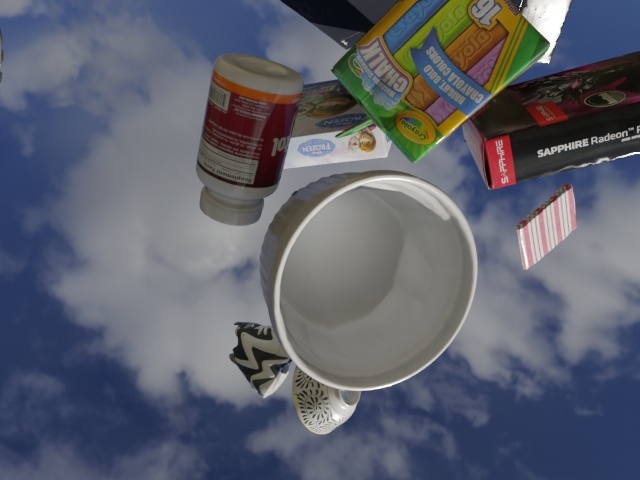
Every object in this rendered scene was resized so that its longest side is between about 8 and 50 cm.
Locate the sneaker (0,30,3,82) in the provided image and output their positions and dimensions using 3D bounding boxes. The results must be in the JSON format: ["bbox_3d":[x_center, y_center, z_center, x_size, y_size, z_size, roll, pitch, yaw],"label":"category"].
[{"bbox_3d":[-0.305,-0.093,0.400,0.107,0.124,0.283,-5,-94,16],"label":"sneaker"}]

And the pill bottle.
[{"bbox_3d":[-0.074,-0.095,0.568,0.086,0.152,0.086,13,-151,-7],"label":"pill bottle"}]

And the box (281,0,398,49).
[{"bbox_3d":[0.062,-0.578,1.158,0.312,0.343,0.179,27,-104,-32],"label":"box"}]

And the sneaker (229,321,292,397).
[{"bbox_3d":[-0.103,0.188,1.210,0.153,0.235,0.094,36,-167,16],"label":"sneaker"}]

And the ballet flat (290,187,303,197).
[{"bbox_3d":[0.000,0.000,0.882,0.070,0.070,0.188,-17,-132,-19],"label":"ballet flat"}]

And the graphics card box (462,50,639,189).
[{"bbox_3d":[0.429,-0.207,0.945,0.370,0.094,0.233,-12,-153,10],"label":"graphics card box"}]

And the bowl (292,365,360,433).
[{"bbox_3d":[0.028,0.300,1.174,0.080,0.170,0.170,-19,-145,37],"label":"bowl"}]

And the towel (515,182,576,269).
[{"bbox_3d":[0.551,-0.034,1.424,0.197,0.144,0.029,-36,-142,-15],"label":"towel"}]

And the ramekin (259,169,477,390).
[{"bbox_3d":[0.037,0.029,0.572,0.207,0.207,0.109,-14,-161,-17],"label":"ramekin"}]

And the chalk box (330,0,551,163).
[{"bbox_3d":[0.147,-0.231,0.829,0.179,0.289,0.180,49,-157,1],"label":"chalk box"}]

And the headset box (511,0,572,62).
[{"bbox_3d":[0.511,-0.631,1.471,0.131,0.246,0.283,-4,-127,-4],"label":"headset box"}]

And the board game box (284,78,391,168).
[{"bbox_3d":[-0.001,-0.243,1.164,0.318,0.066,0.318,-5,-149,19],"label":"board game box"}]
